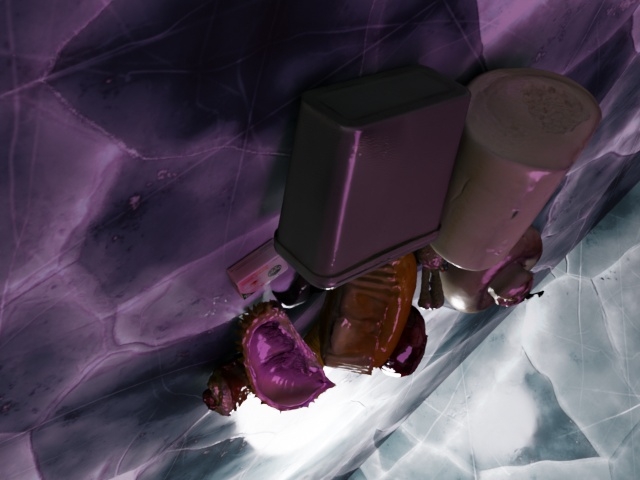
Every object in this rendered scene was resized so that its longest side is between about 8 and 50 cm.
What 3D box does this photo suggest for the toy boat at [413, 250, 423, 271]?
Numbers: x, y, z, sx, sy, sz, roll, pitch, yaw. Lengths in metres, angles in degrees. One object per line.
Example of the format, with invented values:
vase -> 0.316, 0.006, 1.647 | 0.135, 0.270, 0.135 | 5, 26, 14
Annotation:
toy boat -> 0.264, 0.010, 2.027 | 0.283, 0.127, 0.078 | -29, 155, -25

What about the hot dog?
hot dog -> -0.216, 0.354, 1.935 | 0.213, 0.103, 0.146 | -31, 133, -44

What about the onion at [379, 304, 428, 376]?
onion -> 0.228, 0.312, 2.393 | 0.252, 0.219, 0.252 | 3, 90, -80

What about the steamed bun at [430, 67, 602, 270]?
steamed bun -> 0.396, -0.180, 1.709 | 0.456, 0.290, 0.371 | -45, 165, -45

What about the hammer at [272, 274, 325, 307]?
hammer -> 0.000, 0.000, 1.736 | 0.168, 0.044, 0.439 | -23, 149, -38

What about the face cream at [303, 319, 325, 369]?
face cream -> -0.006, 0.305, 2.142 | 0.348, 0.105, 0.105 | -51, 154, 19

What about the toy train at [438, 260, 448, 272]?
toy train -> 0.332, 0.055, 2.231 | 0.064, 0.103, 0.044 | -35, 156, -4

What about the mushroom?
mushroom -> 0.562, 0.098, 2.402 | 0.362, 0.294, 0.362 | -32, 155, -17

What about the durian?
durian -> -0.114, 0.289, 1.867 | 0.191, 0.112, 0.341 | -33, 120, 0

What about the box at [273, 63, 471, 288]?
box -> 0.099, -0.131, 1.458 | 0.352, 0.177, 0.343 | -22, 136, -35

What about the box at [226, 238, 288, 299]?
box -> -0.135, 0.063, 1.637 | 0.125, 0.043, 0.089 | -36, 155, -13

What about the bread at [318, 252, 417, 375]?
bread -> 0.111, 0.160, 1.867 | 0.183, 0.236, 0.388 | 8, 123, -11

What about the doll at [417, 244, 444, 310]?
doll -> 0.293, 0.022, 1.938 | 0.203, 0.285, 0.091 | -22, 174, -10
